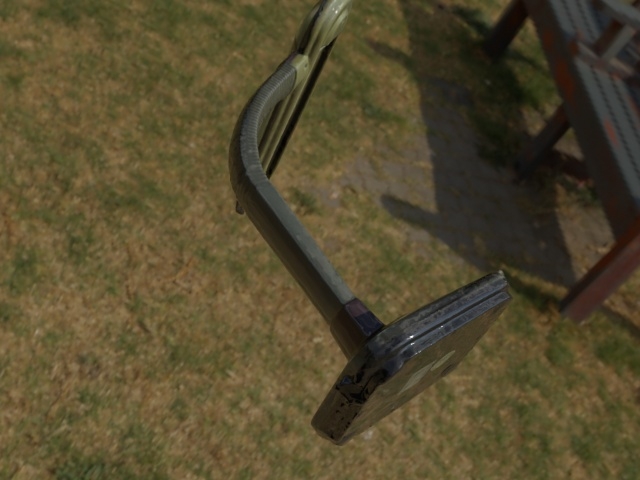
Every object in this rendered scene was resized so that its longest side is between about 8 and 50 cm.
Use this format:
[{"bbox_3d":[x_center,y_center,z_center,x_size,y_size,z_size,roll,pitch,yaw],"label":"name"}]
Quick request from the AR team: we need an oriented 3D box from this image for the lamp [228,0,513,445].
[{"bbox_3d":[-0.007,-0.001,0.630,0.124,0.203,0.283,-10,58,-24],"label":"lamp"}]
